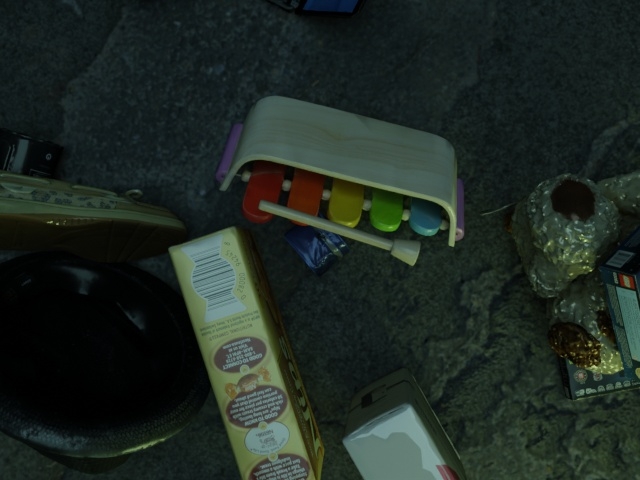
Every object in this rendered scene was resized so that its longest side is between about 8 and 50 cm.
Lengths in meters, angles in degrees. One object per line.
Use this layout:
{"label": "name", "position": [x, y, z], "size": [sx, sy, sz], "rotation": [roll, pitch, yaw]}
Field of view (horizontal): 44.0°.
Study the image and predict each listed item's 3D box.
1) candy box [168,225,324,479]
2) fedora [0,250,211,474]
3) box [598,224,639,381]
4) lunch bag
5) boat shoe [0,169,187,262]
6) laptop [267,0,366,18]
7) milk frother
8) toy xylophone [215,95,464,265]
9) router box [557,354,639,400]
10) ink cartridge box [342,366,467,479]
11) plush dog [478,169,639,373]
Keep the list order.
{"label": "candy box", "position": [-0.083, 0.145, 0.972], "size": [0.088, 0.183, 0.316], "rotation": [-17, 89, 2]}
{"label": "fedora", "position": [-0.295, 0.162, 0.964], "size": [0.334, 0.334, 0.152], "rotation": [21, 124, 2]}
{"label": "box", "position": [0.406, 0.029, 0.876], "size": [0.233, 0.044, 0.159], "rotation": [-38, 121, -24]}
{"label": "lunch bag", "position": [0.000, 0.000, 1.013], "size": [0.065, 0.098, 0.067], "rotation": [-40, 83, -1]}
{"label": "boat shoe", "position": [-0.302, -0.038, 0.981], "size": [0.285, 0.104, 0.089], "rotation": [8, 54, -35]}
{"label": "laptop", "position": [-0.018, -0.423, 0.998], "size": [0.264, 0.136, 0.234], "rotation": [28, 90, 2]}
{"label": "milk frother", "position": [-0.430, -0.083, 1.039], "size": [0.143, 0.129, 0.134], "rotation": [17, 90, 45]}
{"label": "toy xylophone", "position": [0.028, -0.070, 0.962], "size": [0.323, 0.081, 0.236], "rotation": [20, 47, 2]}
{"label": "router box", "position": [0.372, 0.150, 1.028], "size": [0.122, 0.038, 0.092], "rotation": [-12, 88, 2]}
{"label": "ink cartridge box", "position": [0.106, 0.255, 0.947], "size": [0.092, 0.218, 0.158], "rotation": [-30, 88, 7]}
{"label": "plush dog", "position": [0.318, 0.047, 0.942], "size": [0.262, 0.210, 0.225], "rotation": [-7, 79, -34]}
